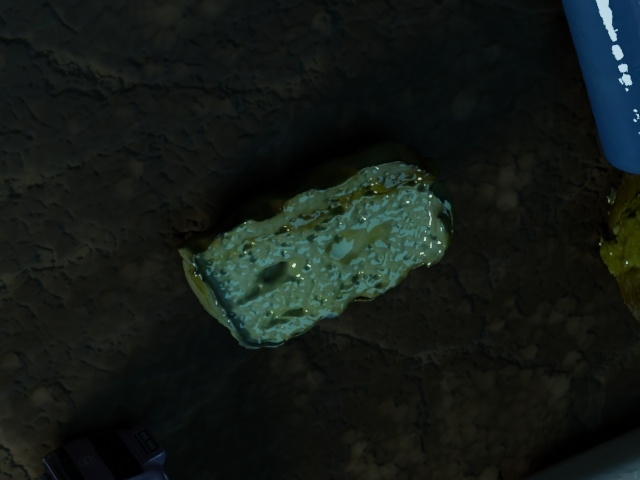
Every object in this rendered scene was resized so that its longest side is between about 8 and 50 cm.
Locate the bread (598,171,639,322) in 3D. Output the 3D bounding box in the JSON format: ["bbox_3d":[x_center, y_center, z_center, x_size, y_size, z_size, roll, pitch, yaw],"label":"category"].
[{"bbox_3d":[0.357,0.006,1.561,0.176,0.246,0.195,-14,118,-20],"label":"bread"}]

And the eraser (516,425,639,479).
[{"bbox_3d":[0.323,0.266,1.777,0.270,0.095,0.174,-21,126,-13],"label":"eraser"}]

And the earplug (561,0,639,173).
[{"bbox_3d":[0.262,-0.201,1.483,0.132,0.132,0.273,-30,121,-8],"label":"earplug"}]

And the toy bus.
[{"bbox_3d":[-0.165,0.259,1.544,0.108,0.096,0.199,-28,126,-14],"label":"toy bus"}]

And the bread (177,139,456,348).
[{"bbox_3d":[0.000,0.000,1.493,0.232,0.088,0.128,-25,115,-3],"label":"bread"}]
